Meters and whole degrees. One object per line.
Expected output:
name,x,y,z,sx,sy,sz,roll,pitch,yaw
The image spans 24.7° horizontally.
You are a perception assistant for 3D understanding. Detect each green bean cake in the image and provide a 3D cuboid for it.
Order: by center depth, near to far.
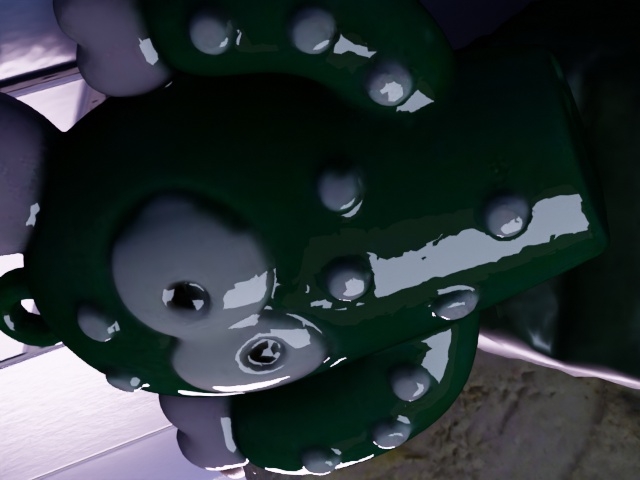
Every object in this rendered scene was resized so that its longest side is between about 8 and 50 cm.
green bean cake,0.225,-0.029,0.674,0.307,0.169,0.300,9,-166,23

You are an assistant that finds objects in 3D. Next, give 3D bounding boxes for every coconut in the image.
coconut,0.086,0.142,1.006,0.297,0.298,0.309,-25,167,-5

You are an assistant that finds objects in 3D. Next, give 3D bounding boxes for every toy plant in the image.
toy plant,-0.022,-0.006,0.543,0.232,0.113,0.243,36,124,-23

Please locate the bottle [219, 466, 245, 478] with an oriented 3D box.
bottle,-0.033,0.152,1.239,0.140,0.053,0.053,-34,163,24
